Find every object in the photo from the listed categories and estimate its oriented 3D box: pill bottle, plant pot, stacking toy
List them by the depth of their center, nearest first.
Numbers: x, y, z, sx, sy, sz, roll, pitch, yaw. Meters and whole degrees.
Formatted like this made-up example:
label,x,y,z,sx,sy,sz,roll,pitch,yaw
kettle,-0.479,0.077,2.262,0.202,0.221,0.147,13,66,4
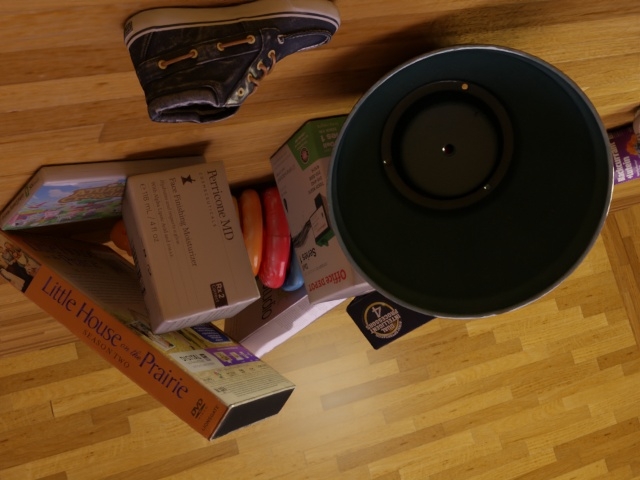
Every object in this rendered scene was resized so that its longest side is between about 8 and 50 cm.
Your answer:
label,x,y,z,sx,sy,sz,roll,pitch,yaw
plant pot,0.156,-0.085,0.919,0.293,0.293,0.196,-16,-161,8
stacking toy,-0.171,-0.006,1.256,0.301,0.175,0.166,-1,175,-14
pill bottle,0.588,-0.164,1.662,0.193,0.108,0.108,-18,172,16

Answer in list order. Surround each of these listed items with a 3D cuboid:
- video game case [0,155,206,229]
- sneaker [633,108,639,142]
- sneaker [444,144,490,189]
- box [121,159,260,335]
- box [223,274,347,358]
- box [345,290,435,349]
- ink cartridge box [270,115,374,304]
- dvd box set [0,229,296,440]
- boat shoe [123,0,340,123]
label,x,y,z,sx,sy,sz,roll,pitch,yaw
video game case,-0.281,-0.060,1.040,0.212,0.023,0.193,-9,170,-38
sneaker,0.708,-0.230,1.551,0.282,0.153,0.099,23,156,-25
sneaker,0.199,-0.098,1.309,0.295,0.124,0.178,-30,171,32
box,-0.171,0.015,1.028,0.119,0.181,0.182,-14,172,-19
box,-0.034,0.054,1.398,0.322,0.058,0.232,-35,-151,19
box,0.245,0.000,1.333,0.318,0.097,0.395,-35,-178,29
ink cartridge box,0.024,-0.035,1.078,0.092,0.219,0.160,-12,171,-25
dvd box set,-0.255,0.131,1.211,0.062,0.420,0.307,-57,166,3
boat shoe,-0.062,-0.143,0.657,0.183,0.083,0.065,-12,172,-22
